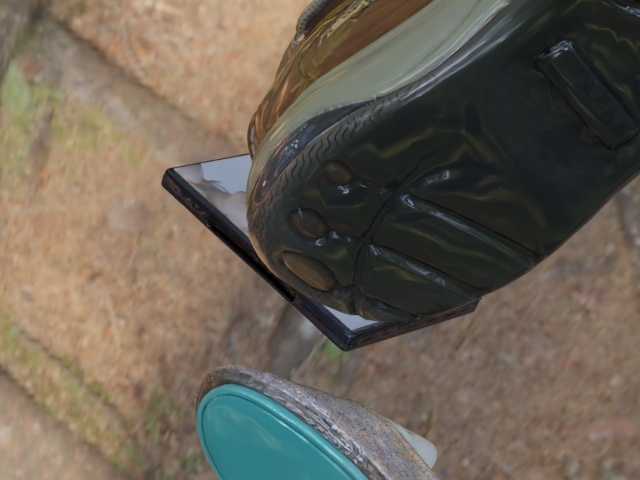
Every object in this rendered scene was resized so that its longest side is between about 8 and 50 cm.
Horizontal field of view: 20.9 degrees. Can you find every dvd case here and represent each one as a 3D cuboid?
[{"bbox_3d":[0.000,0.000,1.557,0.180,0.022,0.253,-13,46,-47],"label":"dvd case"}]

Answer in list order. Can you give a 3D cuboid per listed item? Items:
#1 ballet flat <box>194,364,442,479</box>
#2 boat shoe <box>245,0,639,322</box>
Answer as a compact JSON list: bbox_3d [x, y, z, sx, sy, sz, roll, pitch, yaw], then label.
[{"bbox_3d":[0.055,0.180,1.039,0.316,0.107,0.106,47,37,-1],"label":"ballet flat"},{"bbox_3d":[0.107,-0.099,0.571,0.122,0.324,0.120,49,20,-38],"label":"boat shoe"}]
